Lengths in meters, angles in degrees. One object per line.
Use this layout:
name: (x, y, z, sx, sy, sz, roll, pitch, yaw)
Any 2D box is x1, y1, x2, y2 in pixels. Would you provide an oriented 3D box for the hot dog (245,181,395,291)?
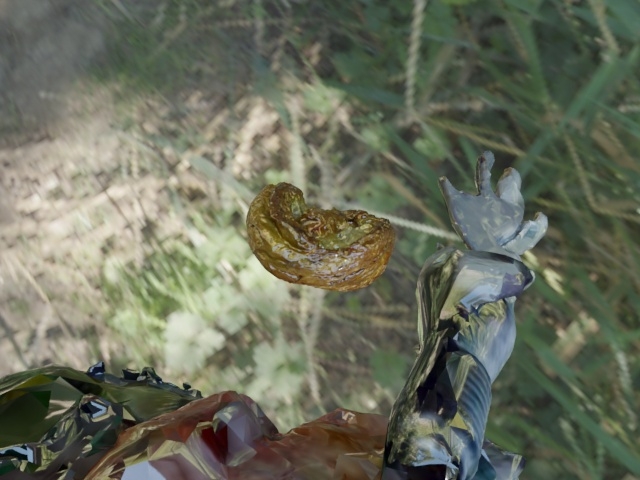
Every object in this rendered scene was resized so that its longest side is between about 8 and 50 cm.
hot dog: (-0.002, 0.002, 1.176, 0.099, 0.147, 0.065, 20, 88, 10)

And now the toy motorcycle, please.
toy motorcycle: (-0.013, 0.090, 0.419, 0.207, 0.401, 0.134, 14, 114, 11)
